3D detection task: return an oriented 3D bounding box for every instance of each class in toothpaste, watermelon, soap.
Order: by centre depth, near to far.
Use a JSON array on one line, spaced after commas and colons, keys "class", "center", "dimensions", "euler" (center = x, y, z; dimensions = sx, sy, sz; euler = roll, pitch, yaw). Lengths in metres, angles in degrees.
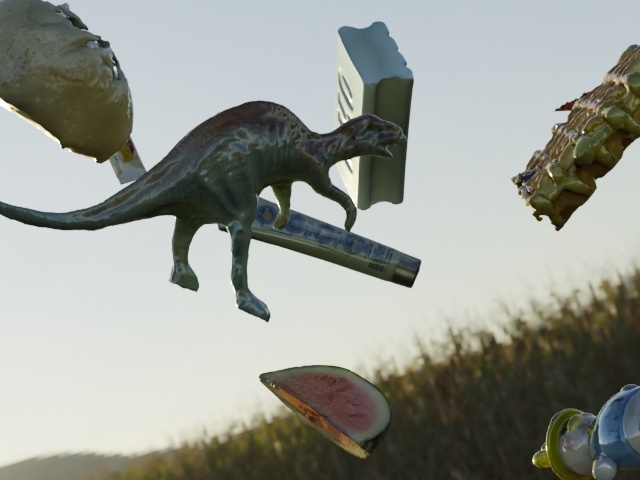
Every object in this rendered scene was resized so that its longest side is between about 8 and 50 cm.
[{"class": "watermelon", "center": [0.016, 0.189, 1.464], "dimensions": [0.087, 0.069, 0.163], "euler": [-17, 34, -37]}, {"class": "toothpaste", "center": [0.000, 0.000, 1.601], "dimensions": [0.239, 0.062, 0.039], "euler": [19, -28, 1]}, {"class": "soap", "center": [0.081, -0.200, 2.242], "dimensions": [0.087, 0.160, 0.265], "euler": [-11, -44, -13]}, {"class": "toothpaste", "center": [-0.374, -0.240, 2.278], "dimensions": [0.058, 0.314, 0.056], "euler": [-26, -1, -14]}]

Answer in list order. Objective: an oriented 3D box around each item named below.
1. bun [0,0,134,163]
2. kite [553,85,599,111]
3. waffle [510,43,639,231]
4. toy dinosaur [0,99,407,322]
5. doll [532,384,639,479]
[{"class": "bun", "center": [-0.348, -0.221, 1.771], "dimensions": [0.152, 0.259, 0.259], "euler": [-54, -12, 2]}, {"class": "kite", "center": [0.422, -0.205, 1.888], "dimensions": [0.222, 0.008, 0.125], "euler": [-27, -24, 5]}, {"class": "waffle", "center": [0.288, -0.106, 1.488], "dimensions": [0.309, 0.065, 0.283], "euler": [-48, 0, -37]}, {"class": "toy dinosaur", "center": [-0.111, -0.033, 1.295], "dimensions": [0.392, 0.206, 0.092], "euler": [3, 8, -16]}, {"class": "doll", "center": [0.344, 0.232, 1.628], "dimensions": [0.098, 0.135, 0.241], "euler": [22, -27, -26]}]
